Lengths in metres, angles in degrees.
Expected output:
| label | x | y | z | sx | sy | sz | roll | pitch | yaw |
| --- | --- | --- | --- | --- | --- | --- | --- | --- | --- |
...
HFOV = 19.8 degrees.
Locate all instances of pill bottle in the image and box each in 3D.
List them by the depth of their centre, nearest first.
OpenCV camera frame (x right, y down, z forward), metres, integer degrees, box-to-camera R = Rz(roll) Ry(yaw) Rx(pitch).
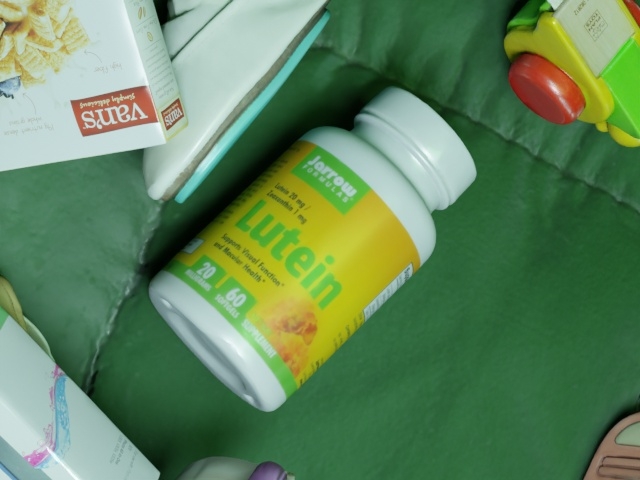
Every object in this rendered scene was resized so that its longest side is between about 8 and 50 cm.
| label | x | y | z | sx | sy | sz | roll | pitch | yaw |
| --- | --- | --- | --- | --- | --- | --- | --- | --- | --- |
| pill bottle | 0.000 | 0.000 | 1.396 | 0.246 | 0.136 | 0.136 | -44 | 115 | -13 |

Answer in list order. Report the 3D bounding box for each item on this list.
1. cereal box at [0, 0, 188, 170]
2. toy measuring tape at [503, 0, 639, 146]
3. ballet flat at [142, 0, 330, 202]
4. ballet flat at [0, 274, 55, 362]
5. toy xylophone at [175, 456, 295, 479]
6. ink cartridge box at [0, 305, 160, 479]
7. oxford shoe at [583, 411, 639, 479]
| label | x | y | z | sx | sy | sz | roll | pitch | yaw |
| --- | --- | --- | --- | --- | --- | --- | --- | --- | --- |
| cereal box | -0.203 | -0.170 | 1.253 | 0.047 | 0.173 | 0.240 | -47 | 125 | -60 |
| toy measuring tape | 0.173 | -0.193 | 1.452 | 0.121 | 0.121 | 0.330 | -48 | 125 | -11 |
| ballet flat | -0.030 | -0.205 | 1.364 | 0.400 | 0.139 | 0.139 | -50 | 117 | -15 |
| ballet flat | -0.207 | 0.128 | 1.354 | 0.073 | 0.080 | 0.232 | -48 | 123 | -46 |
| toy xylophone | -0.132 | 0.306 | 1.320 | 0.081 | 0.236 | 0.322 | 27 | 122 | 5 |
| ink cartridge box | -0.240 | 0.150 | 1.274 | 0.154 | 0.093 | 0.212 | -36 | 108 | 20 |
| oxford shoe | 0.300 | 0.345 | 1.641 | 0.146 | 0.140 | 0.397 | -2 | 97 | -58 |
